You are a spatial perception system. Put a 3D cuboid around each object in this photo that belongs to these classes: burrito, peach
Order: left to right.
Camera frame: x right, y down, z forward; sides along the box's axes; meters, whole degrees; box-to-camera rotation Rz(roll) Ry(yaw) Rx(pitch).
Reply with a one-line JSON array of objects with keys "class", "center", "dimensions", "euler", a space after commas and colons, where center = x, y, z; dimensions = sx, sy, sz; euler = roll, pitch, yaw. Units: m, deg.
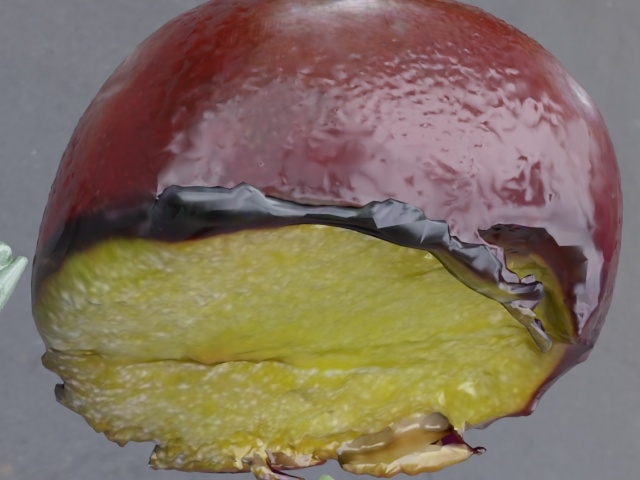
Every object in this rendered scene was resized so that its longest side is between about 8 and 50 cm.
[{"class": "burrito", "center": [-0.329, 0.052, 1.233], "dimensions": [0.118, 0.074, 0.044], "euler": [-63, 154, -18]}, {"class": "peach", "center": [0.000, 0.000, 0.921], "dimensions": [0.416, 0.339, 0.353], "euler": [-23, 62, -42]}]

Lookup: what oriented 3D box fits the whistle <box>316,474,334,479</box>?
[{"class": "whistle", "center": [-0.038, 0.317, 1.259], "dimensions": [0.105, 0.085, 0.227], "euler": [57, 43, -24]}]
